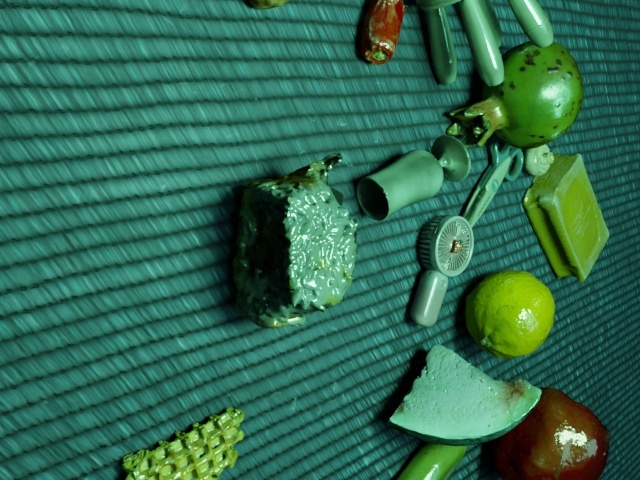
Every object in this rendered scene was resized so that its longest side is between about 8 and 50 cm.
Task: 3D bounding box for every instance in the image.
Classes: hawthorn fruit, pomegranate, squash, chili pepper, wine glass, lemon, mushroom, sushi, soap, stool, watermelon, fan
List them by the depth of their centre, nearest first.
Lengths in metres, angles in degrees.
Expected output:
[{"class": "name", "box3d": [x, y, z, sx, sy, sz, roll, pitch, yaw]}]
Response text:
[{"class": "sushi", "box3d": [-0.045, -0.001, 0.904, 0.139, 0.184, 0.275, -3, 97, -41]}, {"class": "chili pepper", "box3d": [0.112, -0.384, 1.061, 0.070, 0.073, 0.123, 14, 83, 1]}, {"class": "stool", "box3d": [0.308, -0.425, 1.128, 0.195, 0.195, 0.199, -37, 115, -14]}, {"class": "wine glass", "box3d": [0.180, -0.120, 1.133, 0.230, 0.103, 0.103, -29, 114, -32]}, {"class": "pomegranate", "box3d": [0.423, -0.306, 1.237, 0.285, 0.230, 0.231, -15, 106, -33]}, {"class": "fan", "box3d": [0.251, 0.064, 1.240, 0.130, 0.074, 0.245, 23, 82, -41]}, {"class": "watermelon", "box3d": [0.298, 0.320, 1.254, 0.289, 0.319, 0.214, 20, 53, -70]}, {"class": "squash", "box3d": [0.244, 0.499, 1.290, 0.341, 0.094, 0.095, -38, 119, -27]}, {"class": "lemon", "box3d": [0.428, 0.166, 1.329, 0.231, 0.192, 0.193, -31, 115, -35]}, {"class": "hawthorn fruit", "box3d": [0.548, 0.523, 1.450, 0.307, 0.265, 0.265, -48, 124, -12]}, {"class": "mushroom", "box3d": [0.541, -0.202, 1.453, 0.083, 0.067, 0.084, 0, 90, -37]}, {"class": "soap", "box3d": [0.663, -0.061, 1.565, 0.199, 0.091, 0.315, -51, 126, -24]}]

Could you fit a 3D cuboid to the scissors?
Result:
[{"class": "scissors", "box3d": [0.393, -0.133, 1.353, 0.289, 0.041, 0.138, -54, 130, -22]}]

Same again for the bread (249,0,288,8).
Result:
[{"class": "bread", "box3d": [-0.030, -0.462, 0.890, 0.143, 0.139, 0.229, 49, 64, -25]}]

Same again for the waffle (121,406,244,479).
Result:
[{"class": "waffle", "box3d": [-0.209, 0.333, 0.904, 0.191, 0.046, 0.161, 21, 85, -40]}]

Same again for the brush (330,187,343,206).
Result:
[{"class": "brush", "box3d": [0.000, 0.000, 1.054, 0.062, 0.016, 0.194, 13, 87, -40]}]
